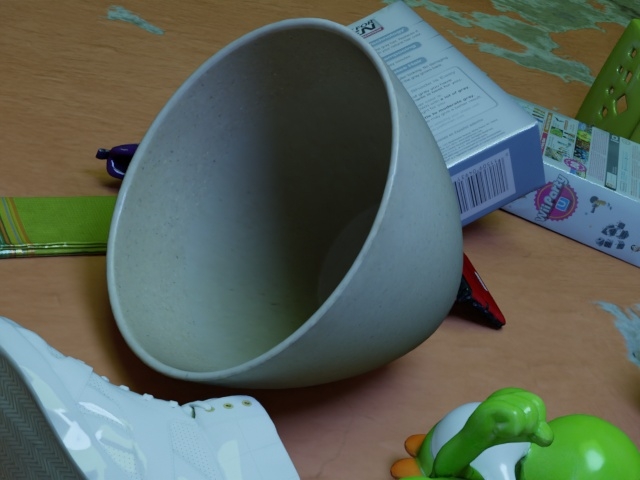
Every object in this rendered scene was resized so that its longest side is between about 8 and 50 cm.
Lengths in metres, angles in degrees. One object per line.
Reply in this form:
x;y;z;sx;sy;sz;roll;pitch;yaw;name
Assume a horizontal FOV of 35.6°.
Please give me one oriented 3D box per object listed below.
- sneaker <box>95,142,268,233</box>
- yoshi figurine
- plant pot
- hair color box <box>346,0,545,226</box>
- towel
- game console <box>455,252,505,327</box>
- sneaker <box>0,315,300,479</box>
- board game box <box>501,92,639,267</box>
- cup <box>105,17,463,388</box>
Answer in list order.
-0.155;-0.048;1.098;0.098;0.083;0.224;-8;29;-45;sneaker
0.144;0.215;0.745;0.203;0.203;0.362;43;32;8;yoshi figurine
0.590;-0.204;1.654;0.227;0.228;0.207;12;36;-14;plant pot
0.121;-0.171;1.350;0.185;0.113;0.374;-26;44;-8;hair color box
-0.280;-0.021;1.038;0.237;0.021;0.102;-2;37;-33;towel
0.131;0.052;1.164;0.124;0.085;0.144;39;17;-34;game console
-0.143;0.149;0.764;0.292;0.108;0.169;42;34;18;sneaker
0.373;-0.095;1.466;0.303;0.097;0.224;24;30;6;board game box
0.000;0.000;0.925;0.237;0.331;0.331;31;15;-44;cup
